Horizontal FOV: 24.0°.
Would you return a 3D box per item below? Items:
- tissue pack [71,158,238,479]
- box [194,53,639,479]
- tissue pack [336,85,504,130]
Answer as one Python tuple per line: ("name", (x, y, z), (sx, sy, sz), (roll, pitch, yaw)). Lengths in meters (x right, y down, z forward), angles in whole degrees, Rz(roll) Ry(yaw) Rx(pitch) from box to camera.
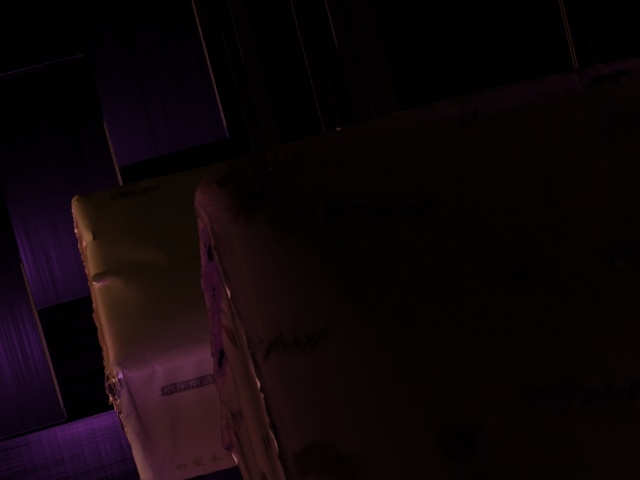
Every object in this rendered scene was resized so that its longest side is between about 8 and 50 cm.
("tissue pack", (-0.020, 0.034, 0.902), (0.159, 0.234, 0.125), (-112, 12, -47))
("box", (0.093, 0.135, 0.405), (0.225, 0.190, 0.297), (92, 161, -65))
("tissue pack", (0.081, 0.066, 0.739), (0.148, 0.092, 0.246), (-115, 12, -51))
